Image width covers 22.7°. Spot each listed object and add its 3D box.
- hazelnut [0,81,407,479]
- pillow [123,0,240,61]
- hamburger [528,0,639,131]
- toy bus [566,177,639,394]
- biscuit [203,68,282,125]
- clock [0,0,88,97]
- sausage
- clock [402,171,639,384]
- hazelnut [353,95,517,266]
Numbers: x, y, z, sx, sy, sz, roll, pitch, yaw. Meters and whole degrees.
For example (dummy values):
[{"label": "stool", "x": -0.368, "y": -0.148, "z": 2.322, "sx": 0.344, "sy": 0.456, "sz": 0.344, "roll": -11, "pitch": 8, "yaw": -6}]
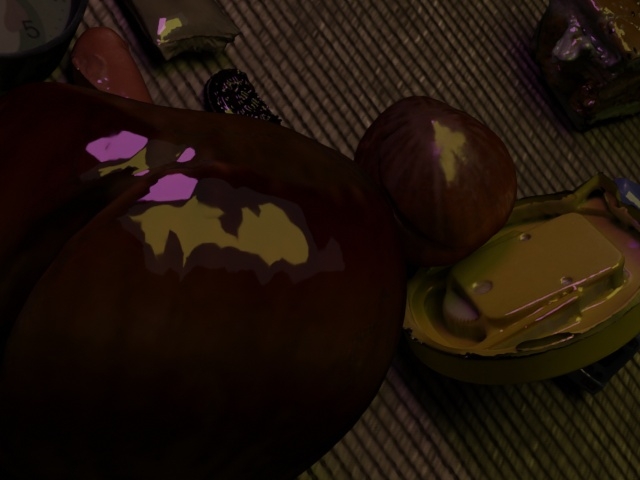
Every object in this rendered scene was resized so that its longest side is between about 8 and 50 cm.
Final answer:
[{"label": "hazelnut", "x": -0.127, "y": 0.047, "z": 1.279, "sx": 0.409, "sy": 0.359, "sz": 0.359, "roll": 2, "pitch": 55, "yaw": -24}, {"label": "pillow", "x": -0.173, "y": -0.281, "z": 1.731, "sx": 0.119, "sy": 0.053, "sz": 0.208, "roll": -8, "pitch": 58, "yaw": -45}, {"label": "hamburger", "x": 0.377, "y": -0.267, "z": 2.065, "sx": 0.288, "sy": 0.167, "sz": 0.192, "roll": -21, "pitch": 73, "yaw": -46}, {"label": "toy bus", "x": 0.324, "y": 0.030, "z": 1.798, "sx": 0.125, "sy": 0.133, "sz": 0.292, "roll": 38, "pitch": 41, "yaw": -5}, {"label": "biscuit", "x": -0.083, "y": -0.145, "z": 1.706, "sx": 0.089, "sy": 0.027, "sz": 0.087, "roll": 14, "pitch": 49, "yaw": -29}, {"label": "clock", "x": -0.379, "y": -0.280, "z": 1.560, "sx": 0.319, "sy": 0.066, "sz": 0.319, "roll": 21, "pitch": 45, "yaw": -22}, {"label": "sausage", "x": -0.180, "y": -0.094, "z": 1.553, "sx": 0.078, "sy": 0.078, "sz": 0.304, "roll": -2, "pitch": 58, "yaw": -39}, {"label": "clock", "x": 0.221, "y": 0.052, "z": 1.627, "sx": 0.277, "sy": 0.293, "sz": 0.071, "roll": -112, "pitch": -178, "yaw": -60}, {"label": "hazelnut", "x": 0.123, "y": -0.061, "z": 1.632, "sx": 0.182, "sy": 0.182, "sz": 0.182, "roll": 21, "pitch": 45, "yaw": -23}]
